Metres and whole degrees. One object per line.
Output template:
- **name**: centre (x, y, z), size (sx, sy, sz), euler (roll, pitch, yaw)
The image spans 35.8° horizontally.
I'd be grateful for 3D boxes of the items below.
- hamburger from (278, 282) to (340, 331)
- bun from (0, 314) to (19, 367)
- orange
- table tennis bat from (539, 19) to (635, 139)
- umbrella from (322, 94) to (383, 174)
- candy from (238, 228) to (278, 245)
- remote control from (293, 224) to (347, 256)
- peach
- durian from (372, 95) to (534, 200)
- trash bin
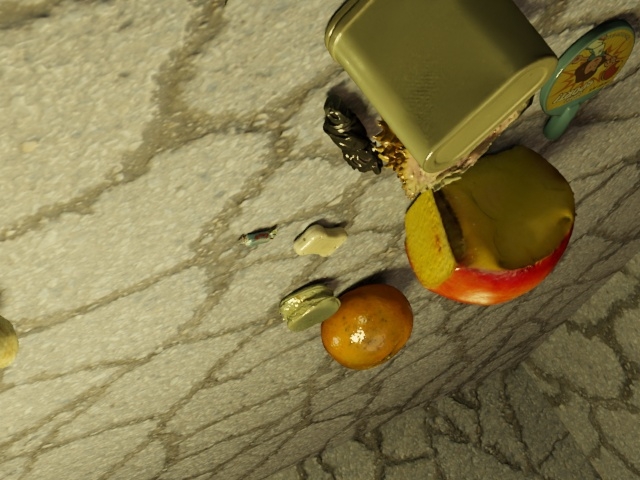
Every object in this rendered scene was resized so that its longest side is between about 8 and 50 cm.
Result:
- **hamburger**: centre (-0.025, 0.147, 2.171), size (0.133, 0.062, 0.140), euler (-32, 161, 9)
- **bun**: centre (-0.532, 0.155, 1.441), size (0.188, 0.111, 0.164), euler (-19, 172, -38)
- **orange**: centre (0.112, 0.208, 2.335), size (0.240, 0.171, 0.240), euler (-26, 157, -13)
- **table tennis bat**: centre (0.516, -0.313, 1.973), size (0.215, 0.044, 0.329), euler (-25, 155, -22)
- **umbrella**: centre (0.046, -0.169, 1.607), size (0.066, 0.059, 0.235), euler (6, 164, 20)
- **candy**: centre (-0.111, -0.005, 1.783), size (0.083, 0.020, 0.030), euler (-11, 149, -39)
- **remote control**: centre (0.000, 0.000, 1.930), size (0.074, 0.032, 0.122), euler (-43, 157, 22)
- **peach**: centre (0.340, -0.008, 2.039), size (0.380, 0.306, 0.242), euler (-23, 150, -36)
- **durian**: centre (0.201, -0.241, 1.557), size (0.305, 0.185, 0.196), euler (-34, 140, -9)
- **trash bin**: centre (0.158, -0.255, 1.324), size (0.243, 0.247, 0.121), euler (-44, 158, 22)
